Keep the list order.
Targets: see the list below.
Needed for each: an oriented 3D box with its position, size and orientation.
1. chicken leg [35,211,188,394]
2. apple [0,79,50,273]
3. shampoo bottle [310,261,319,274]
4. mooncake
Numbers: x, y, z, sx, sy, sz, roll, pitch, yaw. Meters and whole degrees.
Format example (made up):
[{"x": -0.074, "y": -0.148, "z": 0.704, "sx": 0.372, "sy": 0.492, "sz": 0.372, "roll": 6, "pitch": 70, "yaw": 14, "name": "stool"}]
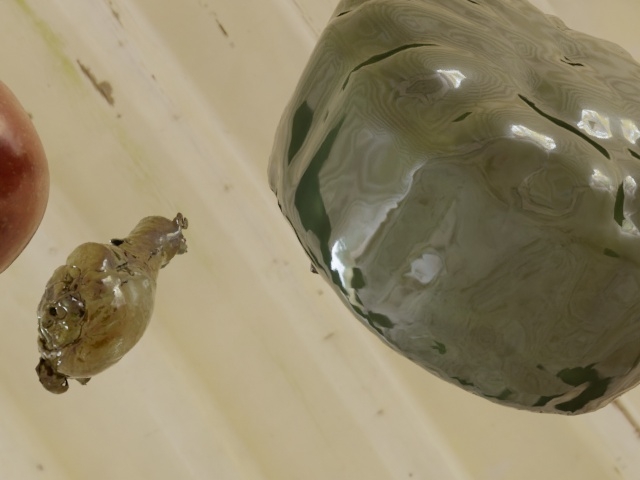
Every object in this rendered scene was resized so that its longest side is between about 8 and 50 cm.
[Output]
[{"x": -0.317, "y": 0.066, "z": 1.516, "sx": 0.153, "sy": 0.429, "sz": 0.201, "roll": -6, "pitch": -67, "yaw": 17, "name": "chicken leg"}, {"x": -0.313, "y": -0.052, "z": 0.757, "sx": 0.201, "sy": 0.201, "sz": 0.162, "roll": -40, "pitch": -7, "yaw": 13, "name": "apple"}, {"x": 0.000, "y": 0.000, "z": 1.883, "sx": 0.027, "sy": 0.137, "sz": 0.048, "roll": -9, "pitch": -29, "yaw": 30, "name": "shampoo bottle"}, {"x": 0.144, "y": -0.051, "z": 0.699, "sx": 0.356, "sy": 0.356, "sz": 0.194, "roll": -3, "pitch": -50, "yaw": -44, "name": "mooncake"}]
